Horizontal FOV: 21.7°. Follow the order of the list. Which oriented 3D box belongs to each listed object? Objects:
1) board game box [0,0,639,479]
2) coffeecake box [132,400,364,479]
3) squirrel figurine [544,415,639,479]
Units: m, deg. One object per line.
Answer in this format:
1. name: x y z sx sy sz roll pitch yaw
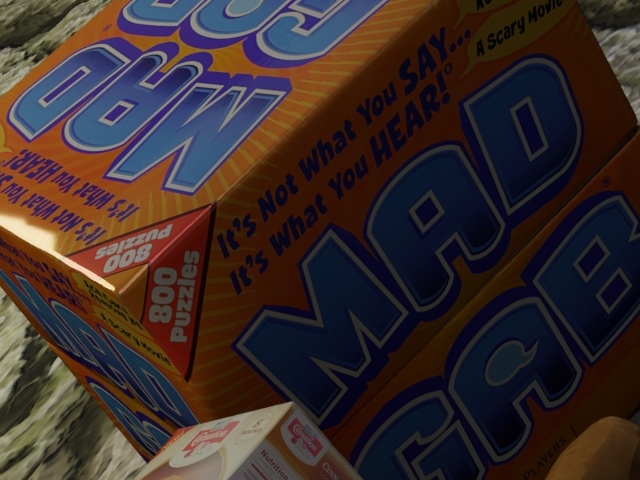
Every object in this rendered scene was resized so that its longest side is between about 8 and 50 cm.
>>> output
1. board game box: 0.000 0.000 1.211 0.356 0.356 0.356 -44 32 -16
2. coffeecake box: -0.083 0.179 0.893 0.185 0.068 0.142 -47 13 -31
3. squirrel figurine: 0.007 0.304 0.871 0.370 0.281 0.397 -3 39 51
